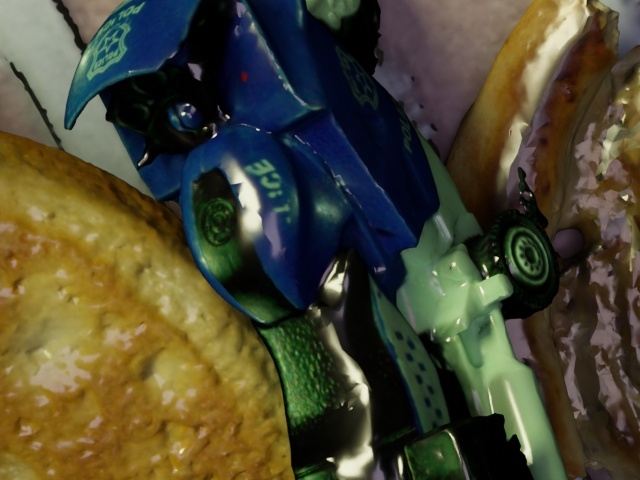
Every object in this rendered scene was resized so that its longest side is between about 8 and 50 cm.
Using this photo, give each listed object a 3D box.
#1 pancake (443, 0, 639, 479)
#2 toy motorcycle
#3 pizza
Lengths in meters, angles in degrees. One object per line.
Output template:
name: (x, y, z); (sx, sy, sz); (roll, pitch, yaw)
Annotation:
pancake: (0.127, 0.025, 0.795); (0.212, 0.056, 0.257); (-39, 85, 14)
toy motorcycle: (0.000, 0.000, 0.711); (0.125, 0.196, 0.331); (-27, 77, 39)
pizza: (-0.086, 0.082, 0.774); (0.268, 0.087, 0.258); (8, 109, -13)
